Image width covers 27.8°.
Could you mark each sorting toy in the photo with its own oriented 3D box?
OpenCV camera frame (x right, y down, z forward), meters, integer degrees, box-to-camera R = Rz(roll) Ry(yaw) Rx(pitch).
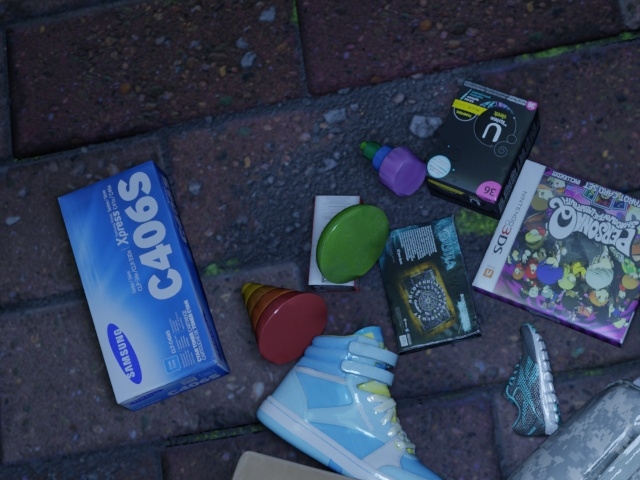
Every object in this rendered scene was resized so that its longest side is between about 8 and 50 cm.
[{"bbox_3d":[0.000,0.000,1.878,0.126,0.127,0.365,37,91,39],"label":"sorting toy"}]

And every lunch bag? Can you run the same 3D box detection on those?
[{"bbox_3d":[0.370,0.328,1.659,0.305,0.256,0.212,-44,70,-4],"label":"lunch bag"}]

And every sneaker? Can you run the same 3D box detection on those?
[{"bbox_3d":[0.290,0.199,1.820,0.076,0.065,0.166,-12,70,12],"label":"sneaker"},{"bbox_3d":[0.086,0.242,1.815,0.319,0.127,0.208,29,82,17],"label":"sneaker"}]

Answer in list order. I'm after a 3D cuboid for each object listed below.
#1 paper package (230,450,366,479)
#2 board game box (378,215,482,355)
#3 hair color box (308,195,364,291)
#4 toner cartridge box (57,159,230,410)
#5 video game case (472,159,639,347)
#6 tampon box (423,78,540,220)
[{"bbox_3d":[-0.009,0.476,1.657,0.309,0.168,0.325,15,56,3],"label":"paper package"},{"bbox_3d":[0.157,0.066,1.905,0.126,0.026,0.186,-13,71,7],"label":"board game box"},{"bbox_3d":[0.025,0.005,1.942,0.072,0.043,0.141,1,73,13],"label":"hair color box"},{"bbox_3d":[-0.271,0.066,1.969,0.165,0.075,0.348,-23,70,6],"label":"toner cartridge box"},{"bbox_3d":[0.365,0.016,1.869,0.232,0.042,0.210,22,80,17],"label":"video game case"},{"bbox_3d":[0.240,-0.133,1.908,0.120,0.101,0.161,21,79,18],"label":"tampon box"}]
